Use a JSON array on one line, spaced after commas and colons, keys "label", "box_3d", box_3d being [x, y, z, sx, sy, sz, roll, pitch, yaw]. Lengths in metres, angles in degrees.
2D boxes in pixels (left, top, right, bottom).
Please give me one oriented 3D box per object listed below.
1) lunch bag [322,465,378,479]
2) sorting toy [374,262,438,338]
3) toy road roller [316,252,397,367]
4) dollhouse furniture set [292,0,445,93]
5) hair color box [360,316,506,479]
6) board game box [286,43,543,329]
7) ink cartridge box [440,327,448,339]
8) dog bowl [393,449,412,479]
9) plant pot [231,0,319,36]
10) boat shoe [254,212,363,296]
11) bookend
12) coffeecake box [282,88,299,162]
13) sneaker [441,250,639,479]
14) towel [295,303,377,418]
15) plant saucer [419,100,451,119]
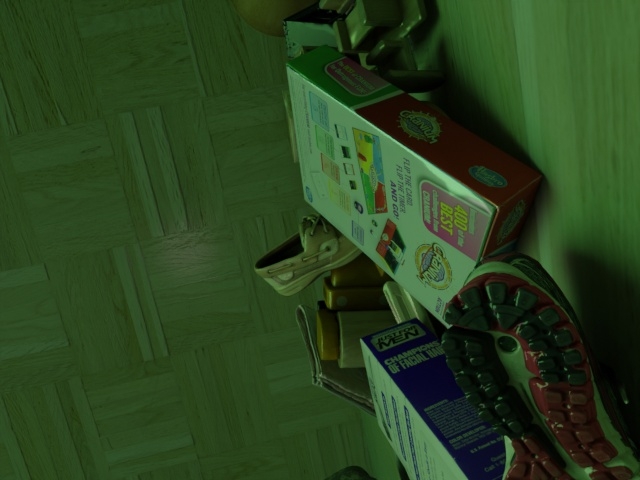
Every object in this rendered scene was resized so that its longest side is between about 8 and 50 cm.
[{"label": "lunch bag", "box_3d": [0.089, 0.578, 0.807, 0.305, 0.213, 0.256, 70, 160, 1]}, {"label": "sorting toy", "box_3d": [0.176, 0.148, 0.848, 0.196, 0.047, 0.347, 110, 137, -84]}, {"label": "toy road roller", "box_3d": [0.091, 0.129, 1.095, 0.329, 0.203, 0.240, -124, 33, -83]}, {"label": "dollhouse furniture set", "box_3d": [0.085, -0.279, 0.694, 0.242, 0.161, 0.212, -25, 76, 63]}, {"label": "hair color box", "box_3d": [0.174, 0.265, 0.626, 0.339, 0.110, 0.185, -136, 30, -63]}, {"label": "board game box", "box_3d": [0.087, -0.061, 0.592, 0.316, 0.064, 0.242, 44, 156, 31]}, {"label": "ink cartridge box", "box_3d": [0.207, 0.147, 0.702, 0.115, 0.029, 0.062, 84, 172, -61]}, {"label": "dog bowl", "box_3d": [0.221, 0.482, 0.805, 0.349, 0.102, 0.348, 163, 90, -87]}, {"label": "plant pot", "box_3d": [-0.082, -0.649, 1.123, 0.254, 0.237, 0.237, 162, 96, -72]}, {"label": "boat shoe", "box_3d": [0.000, 0.000, 1.057, 0.110, 0.341, 0.121, 41, -158, -29]}, {"label": "bookend", "box_3d": [0.038, -0.408, 0.933, 0.157, 0.156, 0.072, 20, 138, 30]}, {"label": "coffeecake box", "box_3d": [0.030, -0.228, 0.907, 0.142, 0.186, 0.068, 89, 168, -66]}, {"label": "sneaker", "box_3d": [0.201, 0.148, 0.394, 0.112, 0.121, 0.299, -35, -73, -56]}, {"label": "towel", "box_3d": [0.089, 0.327, 1.263, 0.332, 0.053, 0.317, 34, -165, -22]}, {"label": "plant saucer", "box_3d": [0.143, -0.083, 0.642, 0.200, 0.037, 0.199, 160, 90, -82]}]
